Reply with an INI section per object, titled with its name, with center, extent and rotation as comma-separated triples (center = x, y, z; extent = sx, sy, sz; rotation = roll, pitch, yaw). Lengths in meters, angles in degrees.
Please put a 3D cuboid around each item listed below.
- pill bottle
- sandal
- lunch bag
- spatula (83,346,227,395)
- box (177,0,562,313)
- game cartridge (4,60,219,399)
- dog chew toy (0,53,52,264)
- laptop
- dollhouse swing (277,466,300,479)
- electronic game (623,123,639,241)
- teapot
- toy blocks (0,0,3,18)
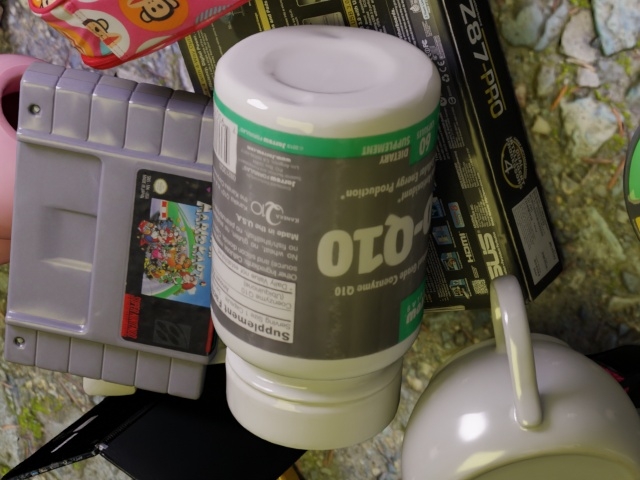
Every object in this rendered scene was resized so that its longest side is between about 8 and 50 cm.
[pill bottle]
center = 0.000, 0.000, 1.667
extent = 0.204, 0.204, 0.361
rotation = 18, 124, 25
[sandal]
center = 0.270, 0.142, 1.786
extent = 0.179, 0.040, 0.067
rotation = -4, 109, 35
[lunch bag]
center = -0.130, -0.314, 1.696
extent = 0.293, 0.258, 0.120
rotation = -22, 131, 29
[spatula]
center = -0.178, 0.085, 2.024
extent = 0.242, 0.019, 0.168
rotation = -9, 72, 34
[box]
center = 0.038, -0.116, 1.775
extent = 0.318, 0.097, 0.395
rotation = -8, 108, 34
[game cartridge]
center = -0.205, -0.001, 1.855
extent = 0.230, 0.068, 0.355
rotation = 13, 123, 6
[dog chew toy]
center = -0.378, -0.064, 2.017
extent = 0.207, 0.206, 0.332
rotation = 49, 138, 3
[laptop]
center = -0.177, 0.241, 2.007
extent = 0.264, 0.234, 0.137
rotation = -22, 99, 38
[dollhouse swing]
center = -0.124, 0.468, 2.072
extent = 0.346, 0.315, 0.305
rotation = -29, 107, 40
[electronic game]
center = 0.382, -0.040, 1.617
extent = 0.229, 0.048, 0.229
rotation = 15, 121, 27
[teapot]
center = 0.185, 0.172, 1.723
extent = 0.256, 0.252, 0.187
rotation = -38, 46, 35
[toy blocks]
center = -0.491, -0.361, 1.891
extent = 0.288, 0.260, 0.309
rotation = 33, 127, 15
